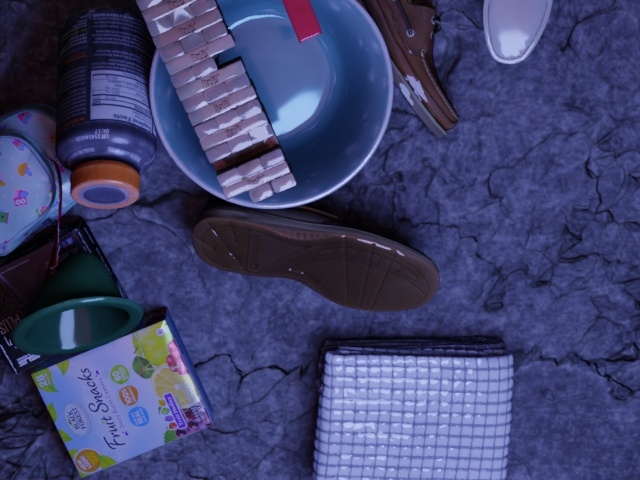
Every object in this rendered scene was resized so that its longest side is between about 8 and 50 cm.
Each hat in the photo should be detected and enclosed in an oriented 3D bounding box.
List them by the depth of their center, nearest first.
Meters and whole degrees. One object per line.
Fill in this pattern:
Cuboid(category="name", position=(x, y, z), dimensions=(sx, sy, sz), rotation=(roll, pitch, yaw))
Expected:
Cuboid(category="hat", position=(-0.333, 0.031, 1.858), dimensions=(0.208, 0.173, 0.183), rotation=(-33, 62, 36))

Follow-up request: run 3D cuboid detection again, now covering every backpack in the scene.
Cuboid(category="backpack", position=(-0.401, -0.090, 1.864), dimensions=(0.188, 0.144, 0.166), rotation=(-36, 98, -2))

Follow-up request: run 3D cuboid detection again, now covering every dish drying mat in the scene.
Cuboid(category="dish drying mat", position=(-0.028, -0.292, 1.743), dimensions=(0.032, 0.008, 0.083), rotation=(-23, 105, 2))

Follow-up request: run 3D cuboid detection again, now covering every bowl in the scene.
Cuboid(category="bowl", position=(-0.066, -0.208, 1.847), dimensions=(0.312, 0.163, 0.311), rotation=(-1, 103, -3))

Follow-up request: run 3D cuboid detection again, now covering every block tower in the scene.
Cuboid(category="block tower", position=(-0.137, -0.208, 1.711), dimensions=(0.091, 0.097, 0.335), rotation=(-24, 102, 1))

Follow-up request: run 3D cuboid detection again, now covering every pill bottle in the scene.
Cuboid(category="pill bottle", position=(-0.277, -0.166, 1.801), dimensions=(0.130, 0.130, 0.245), rotation=(0, 67, -4))

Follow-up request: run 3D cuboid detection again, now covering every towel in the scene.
Cuboid(category="towel", position=(0.128, 0.255, 1.994), dimensions=(0.284, 0.121, 0.235), rotation=(1, 105, -6))

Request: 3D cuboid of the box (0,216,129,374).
Cuboid(category="box", position=(-0.377, 0.076, 1.934), dimensions=(0.180, 0.077, 0.147), rotation=(-26, 104, 2))

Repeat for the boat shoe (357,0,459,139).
Cuboid(category="boat shoe", position=(0.114, -0.283, 1.869), dimensions=(0.104, 0.110, 0.307), rotation=(-33, 103, 5))

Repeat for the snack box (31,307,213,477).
Cuboid(category="snack box", position=(-0.279, 0.216, 1.978), dimensions=(0.207, 0.070, 0.174), rotation=(-23, 104, 3))

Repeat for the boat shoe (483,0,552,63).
Cuboid(category="boat shoe", position=(0.261, -0.367, 1.877), dimensions=(0.095, 0.079, 0.254), rotation=(-1, 101, -1))

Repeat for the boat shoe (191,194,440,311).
Cuboid(category="boat shoe", position=(0.000, 0.000, 1.920), dimensions=(0.342, 0.123, 0.123), rotation=(11, 127, 3))
